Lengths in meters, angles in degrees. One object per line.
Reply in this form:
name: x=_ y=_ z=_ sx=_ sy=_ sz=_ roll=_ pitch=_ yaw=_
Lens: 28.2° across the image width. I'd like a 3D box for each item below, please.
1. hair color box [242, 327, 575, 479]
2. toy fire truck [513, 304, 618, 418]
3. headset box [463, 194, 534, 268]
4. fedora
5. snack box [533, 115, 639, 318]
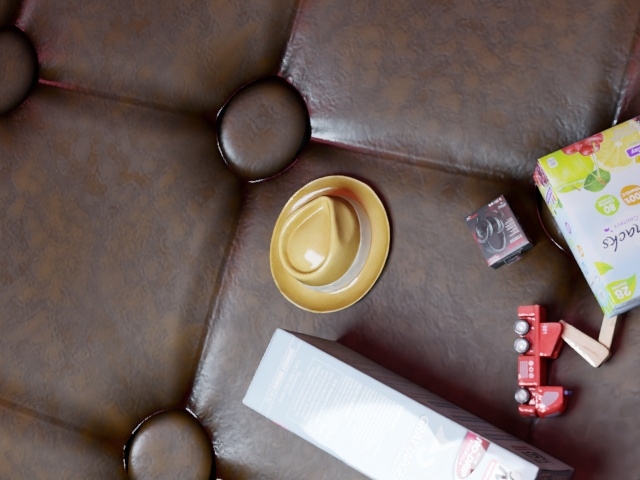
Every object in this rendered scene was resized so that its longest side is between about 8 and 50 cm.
hair color box: x=0.110 y=0.244 z=1.590 sx=0.374 sy=0.185 sz=0.114 roll=26 pitch=92 yaw=26
toy fire truck: x=0.313 y=0.126 z=1.595 sx=0.135 sy=0.047 sz=0.192 roll=-3 pitch=81 yaw=23
headset box: x=0.235 y=-0.007 z=1.662 sx=0.062 sy=0.032 sz=0.083 roll=-31 pitch=68 yaw=16
fedora: x=0.000 y=0.000 z=1.741 sx=0.194 sy=0.079 sz=0.194 roll=-5 pitch=79 yaw=23
snack box: x=0.383 y=-0.035 z=1.549 sx=0.174 sy=0.070 sz=0.207 roll=-24 pitch=72 yaw=-4
